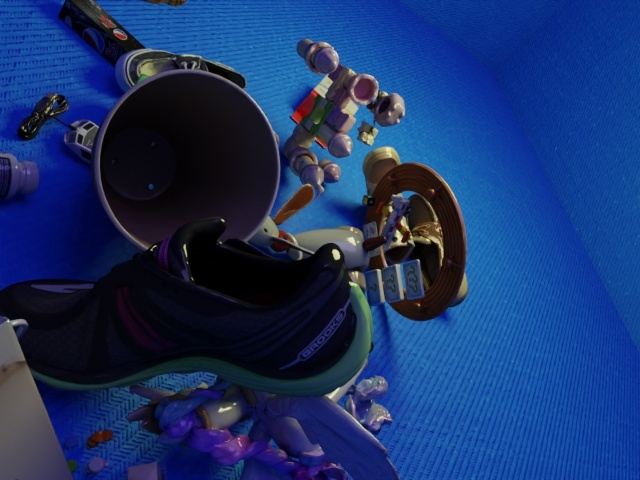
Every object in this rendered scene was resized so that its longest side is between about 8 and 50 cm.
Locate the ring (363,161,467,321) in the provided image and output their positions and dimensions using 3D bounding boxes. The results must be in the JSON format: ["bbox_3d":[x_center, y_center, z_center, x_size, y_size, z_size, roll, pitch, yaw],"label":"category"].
[{"bbox_3d":[0.182,0.004,1.202,0.032,0.336,0.337,-6,60,-29],"label":"ring"}]

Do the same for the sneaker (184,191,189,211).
[{"bbox_3d":[-0.185,0.027,0.964,0.123,0.106,0.290,21,42,-30],"label":"sneaker"}]

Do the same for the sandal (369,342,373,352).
[{"bbox_3d":[0.006,0.170,1.059,0.219,0.090,0.060,35,65,-34],"label":"sandal"}]

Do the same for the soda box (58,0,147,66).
[{"bbox_3d":[-0.443,-0.424,1.161,0.169,0.053,0.060,42,37,-9],"label":"soda box"}]

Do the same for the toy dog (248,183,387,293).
[{"bbox_3d":[0.000,0.000,1.131,0.333,0.161,0.220,3,60,-46],"label":"toy dog"}]

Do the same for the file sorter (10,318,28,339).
[{"bbox_3d":[-0.471,0.040,0.586,0.278,0.173,0.193,54,35,9],"label":"file sorter"}]

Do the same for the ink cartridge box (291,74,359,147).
[{"bbox_3d":[0.020,-0.366,1.588,0.134,0.078,0.231,41,36,-10],"label":"ink cartridge box"}]

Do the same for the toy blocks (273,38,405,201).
[{"bbox_3d":[0.039,-0.245,1.264,0.309,0.288,0.260,27,15,-31],"label":"toy blocks"}]

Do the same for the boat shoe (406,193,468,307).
[{"bbox_3d":[0.277,0.007,1.481,0.123,0.123,0.342,17,52,-39],"label":"boat shoe"}]

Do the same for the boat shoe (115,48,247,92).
[{"bbox_3d":[-0.279,-0.340,1.193,0.301,0.102,0.108,-6,97,-54],"label":"boat shoe"}]

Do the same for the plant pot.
[{"bbox_3d":[-0.238,-0.112,0.868,0.256,0.274,0.256,-5,100,-32],"label":"plant pot"}]

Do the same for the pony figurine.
[{"bbox_3d":[-0.040,0.264,0.792,0.351,0.303,0.363,38,25,20],"label":"pony figurine"}]

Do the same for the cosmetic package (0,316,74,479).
[{"bbox_3d":[-0.311,0.226,0.480,0.160,0.113,0.309,-49,140,-53],"label":"cosmetic package"}]

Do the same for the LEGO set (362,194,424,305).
[{"bbox_3d":[0.130,0.010,1.201,0.060,0.182,0.244,0,79,-31],"label":"LEGO set"}]

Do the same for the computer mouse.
[{"bbox_3d":[-0.400,-0.166,0.970,0.193,0.042,0.106,34,49,-21],"label":"computer mouse"}]

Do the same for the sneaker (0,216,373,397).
[{"bbox_3d":[-0.179,0.066,0.696,0.185,0.482,0.202,-76,162,-63],"label":"sneaker"}]

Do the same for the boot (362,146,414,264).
[{"bbox_3d":[0.165,-0.078,1.364,0.095,0.262,0.203,-10,58,-2],"label":"boot"}]

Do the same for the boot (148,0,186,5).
[{"bbox_3d":[-0.406,-0.631,1.402,0.084,0.059,0.158,50,26,8],"label":"boot"}]

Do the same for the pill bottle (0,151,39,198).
[{"bbox_3d":[-0.471,-0.093,0.805,0.120,0.067,0.067,1,56,-47],"label":"pill bottle"}]

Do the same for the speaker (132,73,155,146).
[{"bbox_3d":[-0.238,-0.188,1.094,0.296,0.131,0.131,32,38,-22],"label":"speaker"}]

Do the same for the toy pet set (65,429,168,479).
[{"bbox_3d":[-0.249,0.301,0.698,0.114,0.065,0.122,-7,52,-10],"label":"toy pet set"}]
